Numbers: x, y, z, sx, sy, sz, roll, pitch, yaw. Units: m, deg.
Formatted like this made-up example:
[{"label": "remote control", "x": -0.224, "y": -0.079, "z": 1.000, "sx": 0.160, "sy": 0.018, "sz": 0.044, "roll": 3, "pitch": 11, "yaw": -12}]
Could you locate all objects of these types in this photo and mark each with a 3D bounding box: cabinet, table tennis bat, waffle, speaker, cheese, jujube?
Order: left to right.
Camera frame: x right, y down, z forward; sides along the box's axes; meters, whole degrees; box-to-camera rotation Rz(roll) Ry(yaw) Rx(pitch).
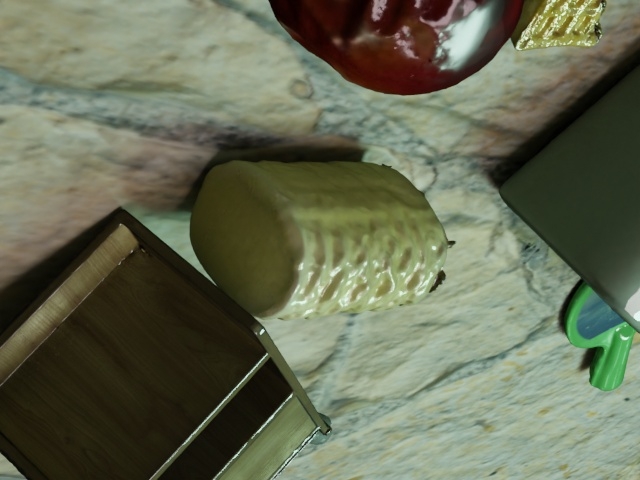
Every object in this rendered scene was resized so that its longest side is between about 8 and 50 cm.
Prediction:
[{"label": "cabinet", "x": -0.116, "y": 0.124, "z": 1.088, "sx": 0.175, "sy": 0.148, "sz": 0.215, "roll": -47, "pitch": 153, "yaw": -10}, {"label": "cheese", "x": 0.000, "y": 0.000, "z": 1.094, "sx": 0.167, "sy": 0.123, "sz": 0.094, "roll": -3, "pitch": 141, "yaw": -48}, {"label": "jujube", "x": 0.058, "y": -0.192, "z": 0.849, "sx": 0.155, "sy": 0.155, "sz": 0.230, "roll": -7, "pitch": 135, "yaw": -41}, {"label": "waffle", "x": 0.200, "y": -0.200, "z": 1.114, "sx": 0.097, "sy": 0.023, "sz": 0.152, "roll": -10, "pitch": 142, "yaw": -40}, {"label": "table tennis bat", "x": 0.321, "y": 0.080, "z": 1.641, "sx": 0.160, "sy": 0.039, "sz": 0.257, "roll": -23, "pitch": 146, "yaw": -18}, {"label": "speaker", "x": 0.336, "y": 0.002, "z": 1.385, "sx": 0.184, "sy": 0.183, "sz": 0.406, "roll": -47, "pitch": 147, "yaw": 7}]

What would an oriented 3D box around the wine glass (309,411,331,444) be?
[{"label": "wine glass", "x": -0.020, "y": 0.169, "z": 1.402, "sx": 0.039, "sy": 0.042, "sz": 0.083, "roll": -13, "pitch": 160, "yaw": 21}]
